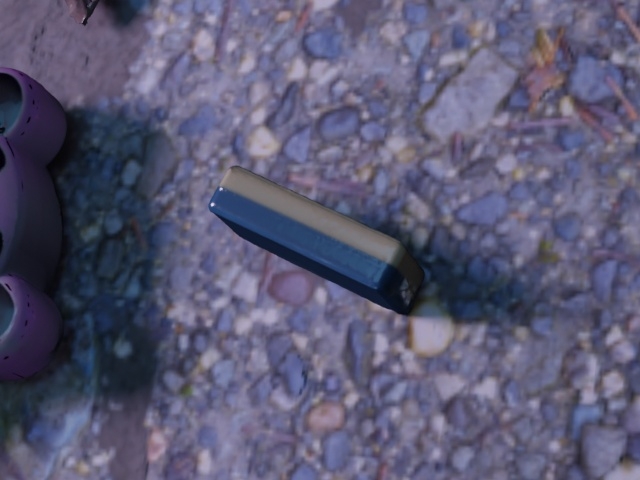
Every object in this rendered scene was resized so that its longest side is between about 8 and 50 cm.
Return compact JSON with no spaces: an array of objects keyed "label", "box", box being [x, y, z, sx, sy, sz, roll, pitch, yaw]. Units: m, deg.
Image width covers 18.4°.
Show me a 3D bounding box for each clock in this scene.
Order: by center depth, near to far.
[{"label":"clock","box":[-0.275,0.000,1.197,0.248,0.090,0.227,-7,71,17]}]

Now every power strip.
[{"label":"power strip","box":[0.000,0.000,1.109,0.123,0.056,0.032,26,82,25]}]

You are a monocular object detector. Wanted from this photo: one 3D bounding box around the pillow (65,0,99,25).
[{"label":"pillow","box":[-0.164,-0.234,1.255,0.118,0.043,0.185,-45,63,3]}]
